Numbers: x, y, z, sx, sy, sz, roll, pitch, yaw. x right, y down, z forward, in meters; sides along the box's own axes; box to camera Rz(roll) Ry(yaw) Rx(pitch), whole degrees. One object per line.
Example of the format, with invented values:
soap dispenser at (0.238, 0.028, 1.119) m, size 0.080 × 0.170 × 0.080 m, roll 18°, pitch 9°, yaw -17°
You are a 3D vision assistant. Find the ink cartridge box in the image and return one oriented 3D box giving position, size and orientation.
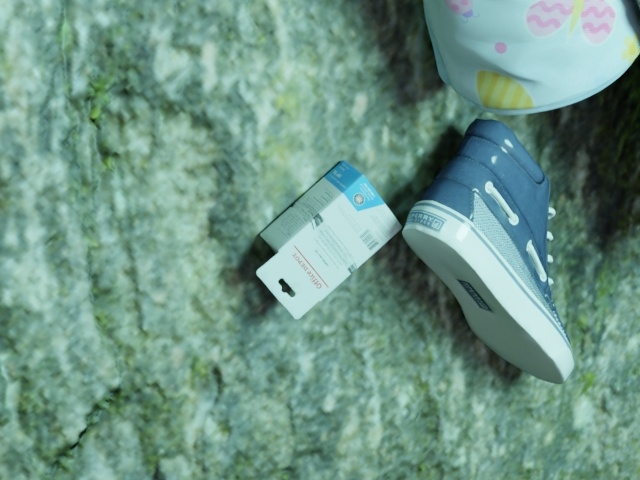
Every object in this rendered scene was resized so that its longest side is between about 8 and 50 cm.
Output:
ink cartridge box at (0.000, 0.000, 0.866) m, size 0.083 × 0.028 × 0.048 m, roll -42°, pitch 125°, yaw -4°

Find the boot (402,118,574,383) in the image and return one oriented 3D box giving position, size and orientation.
boot at (0.124, 0.011, 0.917) m, size 0.086 × 0.069 × 0.190 m, roll -57°, pitch 138°, yaw -16°

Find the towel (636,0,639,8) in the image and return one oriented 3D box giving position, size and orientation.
towel at (0.281, -0.194, 0.861) m, size 0.324 × 0.056 × 0.312 m, roll -47°, pitch 131°, yaw -26°

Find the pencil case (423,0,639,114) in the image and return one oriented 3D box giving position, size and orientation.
pencil case at (0.081, -0.195, 0.763) m, size 0.124 × 0.113 × 0.273 m, roll -30°, pitch 124°, yaw -2°
